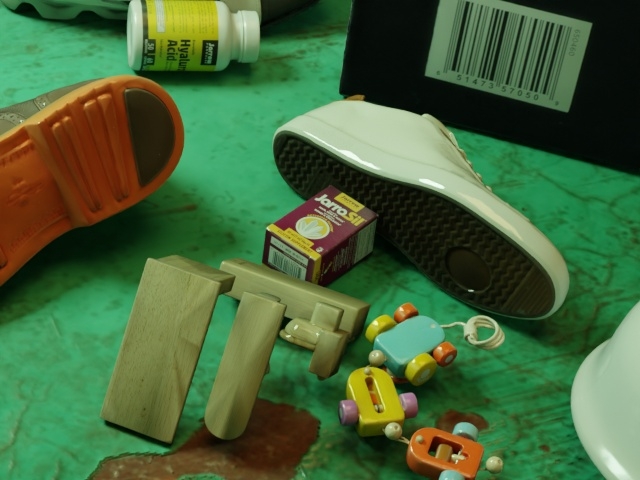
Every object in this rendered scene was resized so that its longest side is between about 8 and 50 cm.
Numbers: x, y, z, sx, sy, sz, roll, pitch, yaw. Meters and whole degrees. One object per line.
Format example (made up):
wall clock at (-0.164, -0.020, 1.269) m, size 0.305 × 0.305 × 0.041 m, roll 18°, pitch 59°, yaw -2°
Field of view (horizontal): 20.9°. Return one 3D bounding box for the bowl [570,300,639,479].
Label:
bowl at (0.341, 0.101, 1.261) m, size 0.298 × 0.134 × 0.298 m, roll 9°, pitch 31°, yaw -6°

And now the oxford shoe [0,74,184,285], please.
oxford shoe at (-0.286, -0.025, 1.357) m, size 0.363 × 0.130 × 0.132 m, roll -24°, pitch 18°, yaw -24°

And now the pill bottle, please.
pill bottle at (-0.116, -0.186, 1.583) m, size 0.116 × 0.065 × 0.065 m, roll -1°, pitch 42°, yaw -11°

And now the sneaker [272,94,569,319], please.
sneaker at (0.104, -0.045, 1.433) m, size 0.290 × 0.106 × 0.123 m, roll 34°, pitch 49°, yaw 27°

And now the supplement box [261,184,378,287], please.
supplement box at (0.000, 0.000, 1.411) m, size 0.055 × 0.043 × 0.083 m, roll 32°, pitch 45°, yaw 25°

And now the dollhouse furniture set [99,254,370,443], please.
dollhouse furniture set at (-0.060, 0.089, 1.311) m, size 0.144 × 0.123 × 0.151 m, roll 19°, pitch 7°, yaw 11°

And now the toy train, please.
toy train at (0.079, 0.122, 1.290) m, size 0.125 × 0.046 × 0.166 m, roll 14°, pitch 44°, yaw 3°

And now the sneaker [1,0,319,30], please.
sneaker at (-0.137, -0.274, 1.600) m, size 0.330 × 0.146 × 0.122 m, roll -3°, pitch 64°, yaw -10°

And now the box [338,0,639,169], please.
box at (0.213, -0.290, 1.654) m, size 0.293 × 0.212 × 0.395 m, roll 14°, pitch 40°, yaw 6°
